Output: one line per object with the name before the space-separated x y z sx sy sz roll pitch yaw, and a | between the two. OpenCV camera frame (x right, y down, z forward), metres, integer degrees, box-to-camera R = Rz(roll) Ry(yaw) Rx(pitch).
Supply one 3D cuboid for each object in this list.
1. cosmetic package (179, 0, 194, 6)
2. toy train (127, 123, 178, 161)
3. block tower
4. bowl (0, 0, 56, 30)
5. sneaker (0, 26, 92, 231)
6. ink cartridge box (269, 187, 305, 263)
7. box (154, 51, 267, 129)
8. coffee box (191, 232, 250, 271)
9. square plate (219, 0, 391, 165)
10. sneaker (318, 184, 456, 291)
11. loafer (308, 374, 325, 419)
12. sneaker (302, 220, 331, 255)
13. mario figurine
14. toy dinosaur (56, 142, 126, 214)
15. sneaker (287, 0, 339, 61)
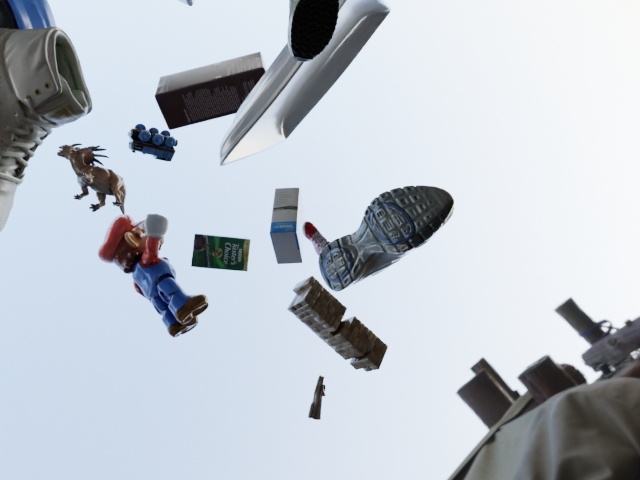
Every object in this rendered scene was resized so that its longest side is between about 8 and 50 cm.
cosmetic package | -0.403 -0.738 0.906 0.394 0.329 0.327 20 -170 -12
toy train | -0.617 -0.357 1.700 0.184 0.105 0.080 5 -146 -46
block tower | 0.049 0.257 1.386 0.335 0.091 0.097 45 -133 -13
bowl | -0.654 -0.375 0.784 0.392 0.391 0.077 19 -144 -7
sneaker | -0.394 -0.144 0.601 0.169 0.108 0.292 -2 -96 8
ink cartridge box | -0.101 -0.049 1.465 0.086 0.148 0.203 -3 -132 6
box | -0.368 -0.531 1.631 0.382 0.143 0.191 -16 -140 0
coffee box | -0.326 0.039 1.526 0.184 0.040 0.113 7 -89 -9
square plate | -0.023 -0.293 0.810 0.049 0.347 0.344 43 -157 -2
sneaker | 0.124 -0.009 0.843 0.129 0.297 0.110 -7 -111 -47
loafer | -0.003 0.460 1.356 0.039 0.045 0.125 15 -108 6
sneaker | 0.000 0.000 1.220 0.042 0.067 0.118 -43 -59 -20
mario figurine | -0.378 0.058 1.102 0.198 0.170 0.320 -42 -102 6
toy dinosaur | -0.765 -0.220 1.616 0.296 0.127 0.200 44 -148 -38
sneaker | -0.010 -0.305 0.569 0.057 0.161 0.075 3 -157 -16
